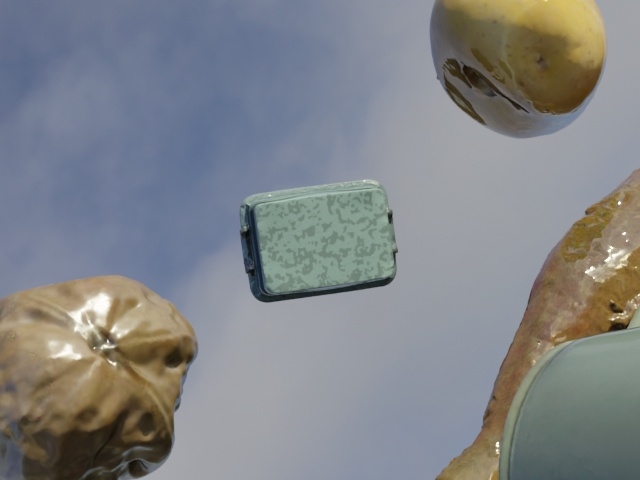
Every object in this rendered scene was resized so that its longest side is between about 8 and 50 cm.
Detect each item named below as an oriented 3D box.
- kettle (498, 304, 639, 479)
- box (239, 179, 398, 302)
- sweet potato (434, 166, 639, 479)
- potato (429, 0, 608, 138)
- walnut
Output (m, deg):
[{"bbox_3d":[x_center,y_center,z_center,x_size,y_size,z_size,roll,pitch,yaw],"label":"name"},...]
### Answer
[{"bbox_3d":[0.198,0.062,0.377,0.160,0.243,0.210,47,-122,-27],"label":"kettle"},{"bbox_3d":[0.000,0.000,1.582,0.227,0.162,0.130,-8,1,-5],"label":"box"},{"bbox_3d":[0.203,0.055,0.831,0.385,0.109,0.109,-48,-27,-32],"label":"sweet potato"},{"bbox_3d":[0.164,-0.169,0.923,0.234,0.150,0.146,130,156,-85],"label":"potato"},{"bbox_3d":[-0.260,0.160,1.167,0.227,0.273,0.273,19,-67,-15],"label":"walnut"}]
